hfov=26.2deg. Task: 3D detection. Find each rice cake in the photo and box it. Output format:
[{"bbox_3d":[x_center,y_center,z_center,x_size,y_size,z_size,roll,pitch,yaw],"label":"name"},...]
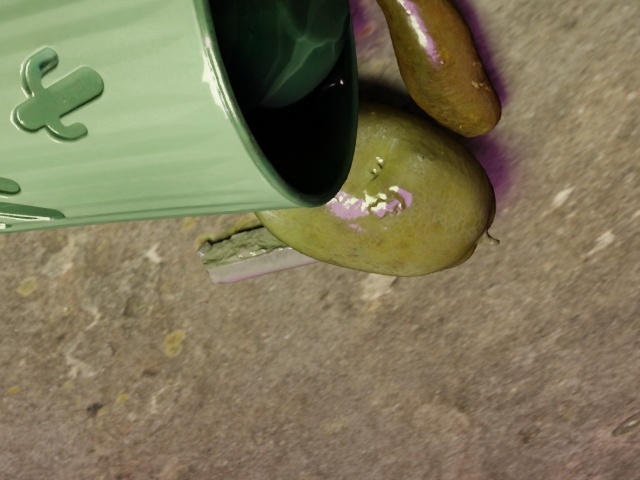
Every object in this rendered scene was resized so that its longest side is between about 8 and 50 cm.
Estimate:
[{"bbox_3d":[0.000,-0.001,1.440,0.269,0.049,0.055,-13,149,14],"label":"rice cake"}]

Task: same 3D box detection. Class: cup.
[{"bbox_3d":[-0.192,-0.197,1.096,0.392,0.310,0.401,-9,100,20],"label":"cup"}]

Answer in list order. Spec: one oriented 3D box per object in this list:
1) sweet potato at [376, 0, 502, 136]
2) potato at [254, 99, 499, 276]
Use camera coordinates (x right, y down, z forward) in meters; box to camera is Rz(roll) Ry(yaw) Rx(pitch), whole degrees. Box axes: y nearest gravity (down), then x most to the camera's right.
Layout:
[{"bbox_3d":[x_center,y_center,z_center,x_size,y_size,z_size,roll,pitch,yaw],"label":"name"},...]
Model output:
[{"bbox_3d":[0.094,-0.177,1.228,0.077,0.077,0.244,-18,135,21],"label":"sweet potato"},{"bbox_3d":[0.055,-0.046,1.313,0.251,0.159,0.174,19,173,1],"label":"potato"}]
